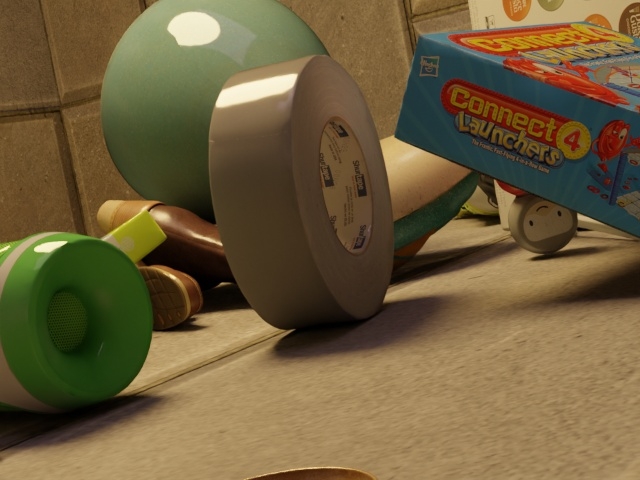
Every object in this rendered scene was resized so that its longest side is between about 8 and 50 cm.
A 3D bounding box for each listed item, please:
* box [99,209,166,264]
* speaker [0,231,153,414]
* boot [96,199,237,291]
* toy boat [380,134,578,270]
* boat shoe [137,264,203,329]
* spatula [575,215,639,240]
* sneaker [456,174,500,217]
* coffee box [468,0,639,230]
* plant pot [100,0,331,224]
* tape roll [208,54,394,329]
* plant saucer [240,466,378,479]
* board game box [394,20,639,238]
[{"bbox_3d":[-0.246,0.043,1.181,0.109,0.042,0.178,-26,11,49],"label":"box"},{"bbox_3d":[-0.263,0.067,0.867,0.296,0.131,0.131,-8,5,38],"label":"speaker"},{"bbox_3d":[-0.115,0.030,1.333,0.207,0.090,0.248,17,-9,29],"label":"boot"},{"bbox_3d":[0.113,-0.035,1.235,0.318,0.148,0.267,-14,13,46],"label":"toy boat"},{"bbox_3d":[-0.157,0.052,1.189,0.060,0.064,0.178,-15,3,-30],"label":"boat shoe"},{"bbox_3d":[0.235,-0.065,1.224,0.019,0.168,0.242,-37,13,-8],"label":"spatula"},{"bbox_3d":[0.243,-0.084,1.771,0.147,0.145,0.384,-42,-2,17],"label":"sneaker"},{"bbox_3d":[0.414,-0.209,1.360,0.338,0.338,0.334,-12,4,-30],"label":"coffee box"},{"bbox_3d":[-0.084,-0.140,1.369,0.290,0.290,0.195,-13,23,-26],"label":"plant pot"},{"bbox_3d":[-0.009,-0.039,0.973,0.072,0.219,0.219,-9,5,21],"label":"tape roll"},{"bbox_3d":[-0.018,0.106,0.449,0.083,0.015,0.083,-11,5,1],"label":"plant saucer"},{"bbox_3d":[0.270,-0.089,0.951,0.302,0.086,0.308,26,25,30],"label":"board game box"}]
